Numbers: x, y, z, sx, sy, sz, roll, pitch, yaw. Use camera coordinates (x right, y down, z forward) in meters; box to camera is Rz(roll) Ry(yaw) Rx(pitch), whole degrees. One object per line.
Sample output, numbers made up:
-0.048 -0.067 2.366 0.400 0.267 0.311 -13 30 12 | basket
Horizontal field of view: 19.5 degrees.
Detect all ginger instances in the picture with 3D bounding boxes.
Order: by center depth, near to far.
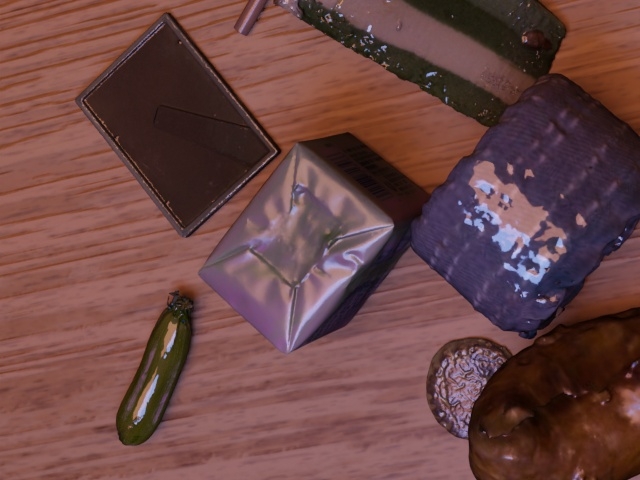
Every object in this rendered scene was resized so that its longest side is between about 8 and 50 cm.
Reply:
0.288 0.150 1.836 0.321 0.172 0.165 -31 69 -2 | ginger

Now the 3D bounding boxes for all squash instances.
-0.179 0.142 2.050 0.052 0.052 0.183 23 99 16 | squash

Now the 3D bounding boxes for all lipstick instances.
-0.063 -0.263 1.997 0.019 0.019 0.094 35 103 13 | lipstick

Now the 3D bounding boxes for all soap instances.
0.000 0.000 1.901 0.138 0.199 0.182 40 105 9 | soap

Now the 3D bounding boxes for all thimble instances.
0.217 -0.031 1.832 0.172 0.205 0.236 41 77 6 | thimble

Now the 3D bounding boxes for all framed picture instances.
-0.158 -0.126 2.041 0.150 0.015 0.203 -42 80 16 | framed picture

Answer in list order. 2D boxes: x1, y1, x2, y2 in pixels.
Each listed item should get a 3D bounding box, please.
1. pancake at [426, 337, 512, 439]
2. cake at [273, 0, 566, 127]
0.163 0.156 1.955 0.114 0.011 0.115 1 94 18 | pancake
0.094 -0.237 1.870 0.283 0.172 0.158 39 107 10 | cake
